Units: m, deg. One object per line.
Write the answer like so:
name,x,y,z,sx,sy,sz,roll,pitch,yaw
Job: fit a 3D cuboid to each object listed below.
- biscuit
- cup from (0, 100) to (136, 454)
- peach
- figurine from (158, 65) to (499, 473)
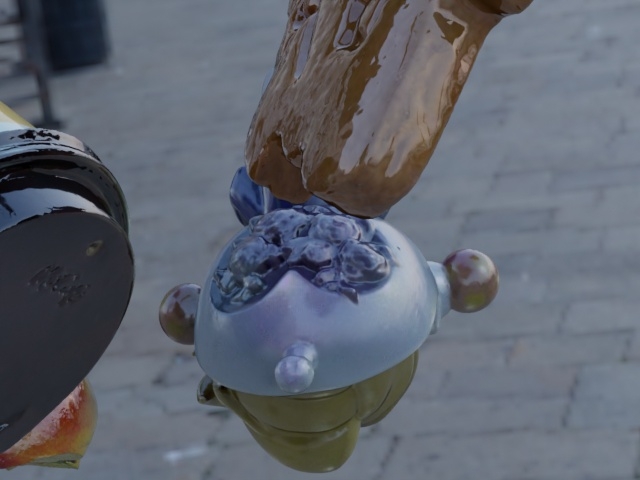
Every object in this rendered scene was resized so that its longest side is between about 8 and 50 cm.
biscuit,0.060,-0.148,0.830,0.043,0.306,0.284,33,19,-16
cup,-0.232,-0.026,0.940,0.196,0.196,0.280,-20,52,-40
peach,-0.238,0.120,1.430,0.151,0.118,0.151,0,4,0
figurine,0.010,-0.004,1.104,0.194,0.133,0.274,12,57,23
